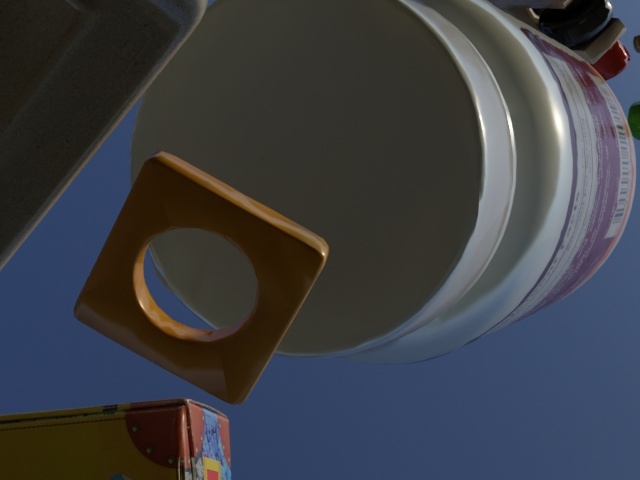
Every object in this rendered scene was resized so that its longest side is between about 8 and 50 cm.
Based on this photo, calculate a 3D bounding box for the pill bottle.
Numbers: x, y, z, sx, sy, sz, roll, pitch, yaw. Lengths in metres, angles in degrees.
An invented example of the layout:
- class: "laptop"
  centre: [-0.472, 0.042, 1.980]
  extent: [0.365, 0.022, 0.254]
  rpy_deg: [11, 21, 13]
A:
- class: "pill bottle"
  centre: [0.060, -0.043, 0.769]
  extent: [0.224, 0.392, 0.224]
  rpy_deg: [1, -88, 22]

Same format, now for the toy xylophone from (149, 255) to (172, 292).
- class: "toy xylophone"
  centre: [0.000, 0.000, 1.159]
  extent: [0.322, 0.236, 0.081]
  rpy_deg: [-8, -91, 11]

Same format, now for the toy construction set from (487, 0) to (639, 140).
- class: "toy construction set"
  centre: [0.158, -0.248, 1.047]
  extent: [0.237, 0.309, 0.257]
  rpy_deg: [-4, -111, 47]

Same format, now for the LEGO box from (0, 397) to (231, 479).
- class: "LEGO box"
  centre: [-0.348, 0.380, 1.284]
  extent: [0.500, 0.193, 0.372]
  rpy_deg: [-6, -105, 7]

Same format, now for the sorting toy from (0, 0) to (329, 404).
- class: "sorting toy"
  centre: [-0.153, -0.067, 0.388]
  extent: [0.347, 0.047, 0.196]
  rpy_deg: [40, -67, -7]
